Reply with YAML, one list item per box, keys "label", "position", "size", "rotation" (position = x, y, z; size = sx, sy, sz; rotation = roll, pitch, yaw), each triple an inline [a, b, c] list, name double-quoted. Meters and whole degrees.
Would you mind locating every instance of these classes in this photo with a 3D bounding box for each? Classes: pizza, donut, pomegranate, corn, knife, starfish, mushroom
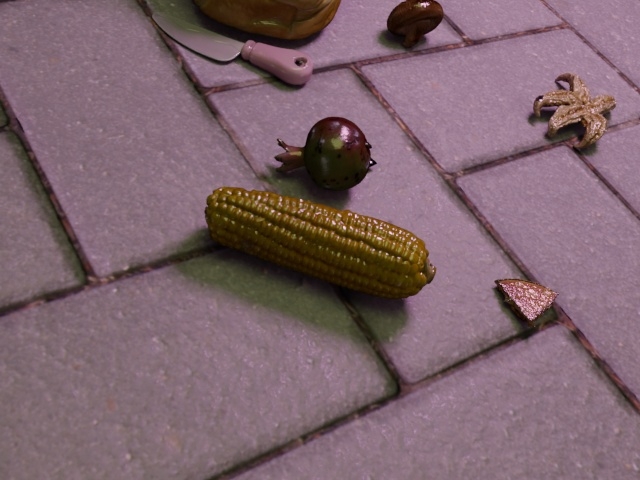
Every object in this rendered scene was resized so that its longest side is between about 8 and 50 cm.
- label: "pizza"
  position: [0.331, 0.094, 1.262]
  size: [0.099, 0.029, 0.100]
  rotation: [33, 46, 20]
- label: "donut"
  position: [-0.123, -0.566, 1.570]
  size: [0.361, 0.170, 0.360]
  rotation: [11, 47, -12]
- label: "pomegranate"
  position: [0.009, -0.149, 1.302]
  size: [0.159, 0.129, 0.129]
  rotation: [12, 42, 28]
- label: "corn"
  position: [0.000, 0.000, 1.165]
  size: [0.364, 0.120, 0.120]
  rotation: [18, 48, -3]
- label: "knife"
  position: [-0.177, -0.369, 1.483]
  size: [0.336, 0.043, 0.081]
  rotation: [18, 54, 5]
- label: "starfish"
  position: [0.549, -0.288, 1.630]
  size: [0.238, 0.071, 0.215]
  rotation: [-7, 59, -31]
- label: "mushroom"
  position: [0.203, -0.477, 1.647]
  size: [0.126, 0.109, 0.085]
  rotation: [-5, 47, -42]

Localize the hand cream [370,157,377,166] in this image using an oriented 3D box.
- label: "hand cream"
  position: [0.053, -0.175, 1.393]
  size: [0.036, 0.023, 0.122]
  rotation: [-28, 64, -24]
